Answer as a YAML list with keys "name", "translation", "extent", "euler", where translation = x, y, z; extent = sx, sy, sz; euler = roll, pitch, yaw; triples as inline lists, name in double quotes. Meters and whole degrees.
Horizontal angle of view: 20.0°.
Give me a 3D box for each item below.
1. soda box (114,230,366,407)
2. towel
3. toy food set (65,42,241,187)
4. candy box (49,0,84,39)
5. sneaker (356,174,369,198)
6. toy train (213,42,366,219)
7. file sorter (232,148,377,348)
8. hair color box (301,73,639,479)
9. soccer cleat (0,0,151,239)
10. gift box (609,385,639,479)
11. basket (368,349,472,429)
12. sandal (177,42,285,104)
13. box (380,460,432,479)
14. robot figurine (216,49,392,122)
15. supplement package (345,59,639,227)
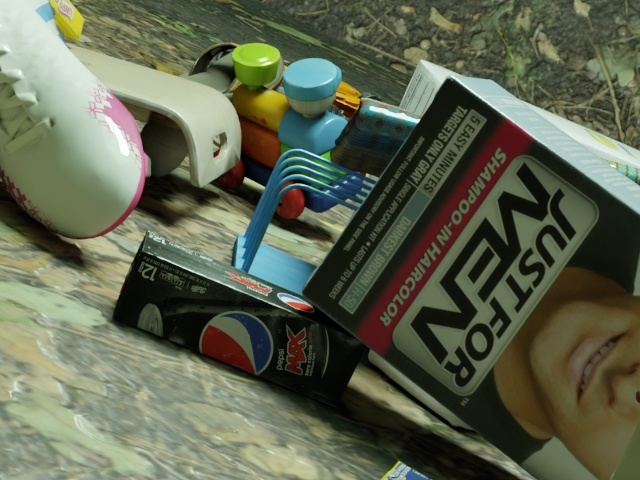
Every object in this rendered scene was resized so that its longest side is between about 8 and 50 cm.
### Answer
- name: "soda box"
  translation: [-0.055, 0.054, 1.257]
  extent: [0.169, 0.053, 0.060]
  euler: [22, 13, -7]
- name: "towel"
  translation: [0.197, -0.046, 1.484]
  extent: [0.370, 0.040, 0.271]
  euler: [15, -5, -3]
- name: "toy food set"
  translation: [-0.231, -0.119, 1.655]
  extent: [0.306, 0.092, 0.220]
  euler: [17, 11, 5]
- name: "candy box"
  translation: [-0.287, -0.228, 1.631]
  extent: [0.105, 0.027, 0.206]
  euler: [10, -8, 8]
- name: "sneaker"
  translation: [0.100, -0.054, 2.032]
  extent: [0.092, 0.087, 0.228]
  euler: [7, 13, -36]
- name: "toy train"
  translation: [-0.067, -0.132, 1.792]
  extent: [0.105, 0.143, 0.248]
  euler: [-28, 40, -34]
- name: "file sorter"
  translation: [0.000, 0.000, 1.494]
  extent: [0.118, 0.104, 0.170]
  euler: [22, 12, -6]
- name: "hair color box"
  translation: [0.195, 0.070, 1.216]
  extent: [0.374, 0.185, 0.113]
  euler: [37, 14, 14]
- name: "soccer cleat"
  translation: [-0.244, -0.124, 1.399]
  extent: [0.143, 0.116, 0.331]
  euler: [36, 13, -45]
- name: "gift box"
  translation: [0.279, 0.190, 0.806]
  extent: [0.255, 0.258, 0.276]
  euler: [14, 15, -41]
- name: "basket"
  translation: [0.141, 0.082, 1.409]
  extent: [0.167, 0.103, 0.113]
  euler: [13, 17, -47]
- name: "sandal"
  translation: [-0.118, -0.197, 2.106]
  extent: [0.090, 0.060, 0.219]
  euler: [27, 33, 31]
- name: "box"
  translation: [0.033, 0.165, 0.916]
  extent: [0.054, 0.059, 0.169]
  euler: [28, 12, 10]
- name: "robot figurine"
  translation: [-0.001, -0.163, 2.293]
  extent: [0.291, 0.085, 0.211]
  euler: [17, 13, -36]
- name: "supplement package"
  translation: [0.180, -0.021, 1.708]
  extent: [0.261, 0.204, 0.145]
  euler: [21, 11, -12]
